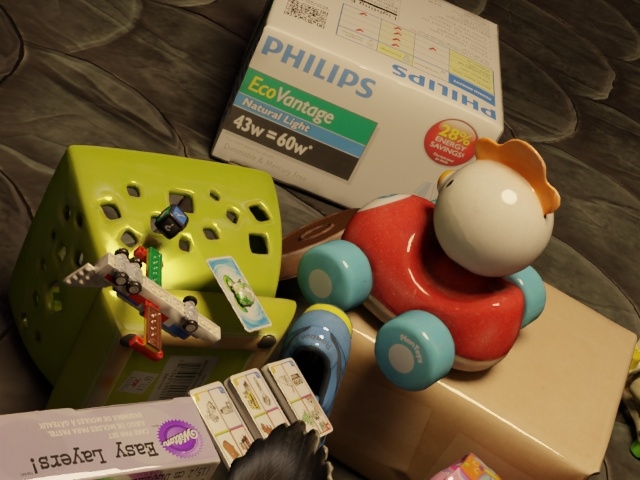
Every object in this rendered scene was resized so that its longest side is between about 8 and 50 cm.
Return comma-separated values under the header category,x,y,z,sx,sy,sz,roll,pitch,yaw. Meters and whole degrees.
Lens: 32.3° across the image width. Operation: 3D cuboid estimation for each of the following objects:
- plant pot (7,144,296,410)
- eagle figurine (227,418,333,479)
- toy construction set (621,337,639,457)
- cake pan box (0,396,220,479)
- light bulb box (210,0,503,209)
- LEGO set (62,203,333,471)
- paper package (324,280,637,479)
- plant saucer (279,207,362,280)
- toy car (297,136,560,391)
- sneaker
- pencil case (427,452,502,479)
category,x,y,z,sx,sy,sz,roll,pitch,yaw
plant pot,-0.162,0.063,1.093,0.227,0.228,0.207,6,44,-30
eagle figurine,-0.077,0.282,0.710,0.298,0.226,0.225,-28,89,-36
toy construction set,0.496,0.192,1.438,0.328,0.151,0.215,-11,47,-28
cake pan box,-0.226,0.224,0.803,0.267,0.245,0.070,-1,46,-36
light bulb box,0.063,-0.230,1.637,0.358,0.225,0.361,22,34,-7
LEGO set,-0.102,0.082,0.930,0.244,0.060,0.182,59,22,10
paper package,0.157,0.147,1.238,0.325,0.168,0.309,31,34,8
plant saucer,0.000,0.000,1.350,0.168,0.168,0.029,-43,113,-55
toy car,0.137,-0.014,1.076,0.210,0.238,0.219,42,37,23
sneaker,-0.024,0.161,1.057,0.069,0.209,0.082,19,29,6
pencil case,0.196,0.331,1.026,0.284,0.124,0.124,44,36,11
